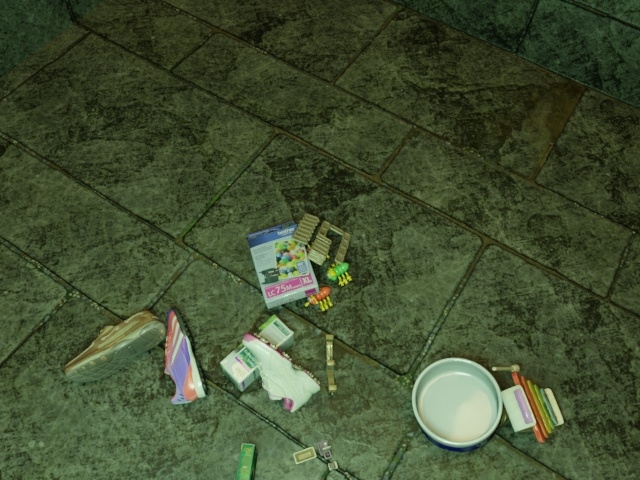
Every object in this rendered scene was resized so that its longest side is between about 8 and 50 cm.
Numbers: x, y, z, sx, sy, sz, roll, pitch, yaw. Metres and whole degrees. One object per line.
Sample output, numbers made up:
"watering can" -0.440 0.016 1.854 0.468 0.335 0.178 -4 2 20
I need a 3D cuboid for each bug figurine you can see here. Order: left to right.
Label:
"bug figurine" -0.025 0.099 2.057 0.216 0.072 0.279 -34 65 -21

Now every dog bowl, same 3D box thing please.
"dog bowl" 0.414 0.499 1.782 0.264 0.104 0.265 -7 57 10

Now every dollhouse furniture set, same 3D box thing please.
"dollhouse furniture set" -0.016 0.638 1.722 0.114 0.081 0.091 -16 61 -12

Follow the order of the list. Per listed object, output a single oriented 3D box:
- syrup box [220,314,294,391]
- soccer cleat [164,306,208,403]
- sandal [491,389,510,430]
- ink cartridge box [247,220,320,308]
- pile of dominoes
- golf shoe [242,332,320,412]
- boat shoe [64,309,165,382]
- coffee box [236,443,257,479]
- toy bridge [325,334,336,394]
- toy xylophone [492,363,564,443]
"syrup box" -0.200 0.360 1.875 0.093 0.096 0.237 41 64 19
"soccer cleat" -0.453 0.361 1.860 0.116 0.109 0.318 -19 64 -9
"sandal" 0.535 0.542 1.821 0.219 0.060 0.090 -27 64 -18
"ink cartridge box" -0.136 0.066 2.012 0.185 0.065 0.311 -18 56 -4
"pile of dominoes" 0.000 0.000 2.064 0.196 0.040 0.251 29 27 -3
"golf shoe" -0.137 0.404 1.779 0.306 0.115 0.140 44 78 -19
"boat shoe" -0.657 0.334 1.865 0.324 0.123 0.116 -28 52 -20
"coffee box" -0.215 0.684 1.669 0.040 0.113 0.184 5 60 4
"toy bridge" 0.032 0.401 1.880 0.026 0.063 0.188 -1 60 -3
"toy xylophone" 0.619 0.476 1.758 0.081 0.322 0.236 -30 69 27
